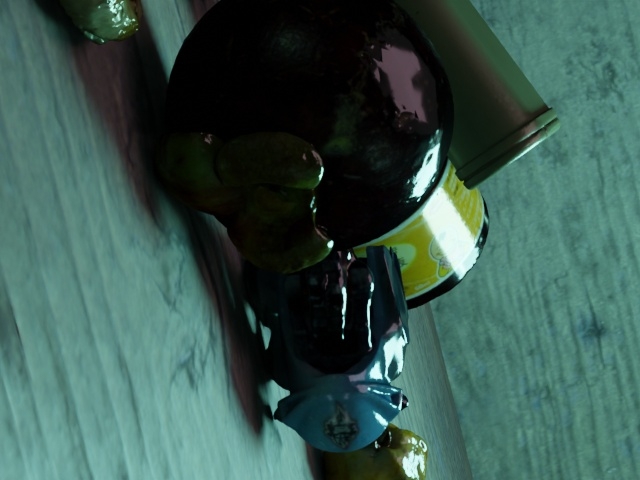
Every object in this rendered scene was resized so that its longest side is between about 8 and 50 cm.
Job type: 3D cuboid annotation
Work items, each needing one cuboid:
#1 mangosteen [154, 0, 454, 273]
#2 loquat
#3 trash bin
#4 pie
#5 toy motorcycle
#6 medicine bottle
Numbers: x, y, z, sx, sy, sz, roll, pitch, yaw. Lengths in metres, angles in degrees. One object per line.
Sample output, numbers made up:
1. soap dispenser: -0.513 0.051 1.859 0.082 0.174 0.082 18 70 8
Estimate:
1. mangosteen: -0.018 -0.107 1.483 0.288 0.288 0.288 -13 90 -82
2. loquat: 0.066 0.267 1.903 0.137 0.137 0.113 64 20 -58
3. trash bin: 0.170 -0.199 1.933 0.247 0.121 0.243 57 17 2
4. pie: -0.194 -0.277 1.253 0.274 0.055 0.274 -16 90 -87
5. toy motorcycle: 0.014 0.116 1.746 0.416 0.172 0.232 81 3 -82
6. medicine bottle: 0.035 -0.100 1.989 0.395 0.242 0.242 50 24 -41
